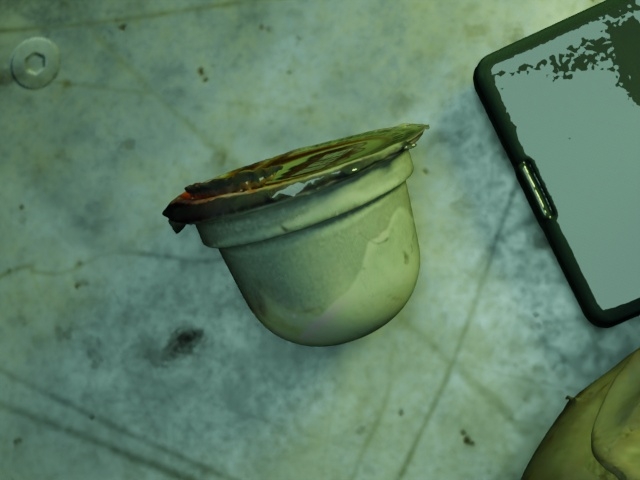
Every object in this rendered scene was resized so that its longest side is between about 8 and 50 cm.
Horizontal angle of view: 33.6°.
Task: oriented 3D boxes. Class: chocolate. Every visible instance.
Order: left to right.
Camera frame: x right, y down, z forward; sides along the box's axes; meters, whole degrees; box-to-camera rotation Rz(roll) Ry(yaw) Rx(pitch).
[{"bbox_3d":[-0.007,0.005,0.788,0.221,0.221,0.147,-10,100,8],"label":"chocolate"}]

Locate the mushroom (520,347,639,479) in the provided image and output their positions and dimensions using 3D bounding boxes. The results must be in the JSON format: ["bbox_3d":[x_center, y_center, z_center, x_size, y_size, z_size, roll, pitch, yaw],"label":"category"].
[{"bbox_3d":[0.250,0.184,0.638,0.297,0.290,0.298,-11,60,20],"label":"mushroom"}]

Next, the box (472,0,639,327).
[{"bbox_3d":[0.231,-0.065,0.808,0.160,0.050,0.230,-24,79,5],"label":"box"}]
